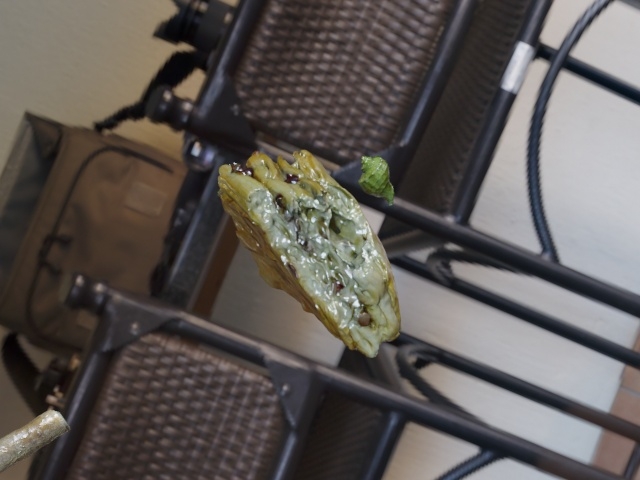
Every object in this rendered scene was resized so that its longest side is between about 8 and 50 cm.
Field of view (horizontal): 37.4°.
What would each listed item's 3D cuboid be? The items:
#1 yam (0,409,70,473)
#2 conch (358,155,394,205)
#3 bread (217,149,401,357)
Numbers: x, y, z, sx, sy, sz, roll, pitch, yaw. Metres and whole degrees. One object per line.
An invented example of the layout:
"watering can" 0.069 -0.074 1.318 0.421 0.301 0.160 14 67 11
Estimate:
"yam" -0.622 0.418 1.812 0.300 0.066 0.066 -28 -17 -31
"conch" 0.116 -0.127 1.929 0.074 0.121 0.089 -30 25 16
"bread" 0.000 0.000 1.672 0.191 0.314 0.370 -36 38 -14
